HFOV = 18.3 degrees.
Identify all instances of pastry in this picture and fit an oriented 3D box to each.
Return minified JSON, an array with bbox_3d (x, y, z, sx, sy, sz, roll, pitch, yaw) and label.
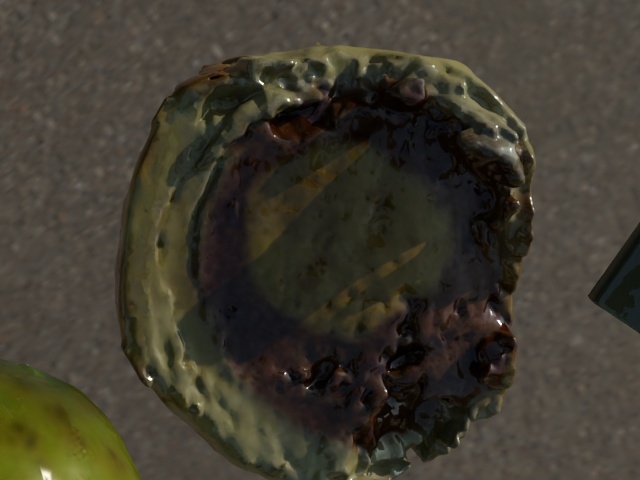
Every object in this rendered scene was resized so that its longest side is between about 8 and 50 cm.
[{"bbox_3d":[-0.007,0.007,1.180,0.236,0.170,0.256,3,103,-11],"label":"pastry"}]

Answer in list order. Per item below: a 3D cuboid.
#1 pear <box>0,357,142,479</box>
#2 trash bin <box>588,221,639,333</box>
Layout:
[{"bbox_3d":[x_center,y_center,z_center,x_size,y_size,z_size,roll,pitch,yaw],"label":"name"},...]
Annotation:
[{"bbox_3d":[-0.138,0.195,0.654,0.342,0.238,0.318,20,88,-42],"label":"pear"},{"bbox_3d":[0.166,0.002,0.845,0.061,0.092,0.043,35,13,11],"label":"trash bin"}]
